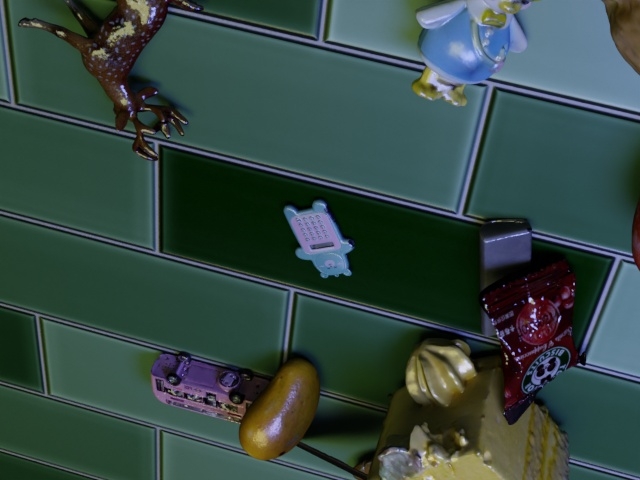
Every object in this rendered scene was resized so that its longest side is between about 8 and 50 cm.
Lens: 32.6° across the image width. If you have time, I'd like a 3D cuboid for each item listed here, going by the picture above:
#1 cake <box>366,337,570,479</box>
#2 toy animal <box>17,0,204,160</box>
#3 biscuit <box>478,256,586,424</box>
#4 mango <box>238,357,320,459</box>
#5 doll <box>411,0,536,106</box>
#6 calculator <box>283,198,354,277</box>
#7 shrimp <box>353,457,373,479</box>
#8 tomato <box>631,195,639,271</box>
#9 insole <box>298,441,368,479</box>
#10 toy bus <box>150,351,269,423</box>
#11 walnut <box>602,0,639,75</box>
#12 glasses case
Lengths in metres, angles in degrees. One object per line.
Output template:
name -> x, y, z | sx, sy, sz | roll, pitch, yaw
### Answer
cake -> 0.207, 0.310, 1.653 | 0.222, 0.227, 0.286 | -31, 116, 36
toy animal -> -0.260, -0.243, 1.433 | 0.260, 0.087, 0.243 | 38, 133, -10
biscuit -> 0.304, 0.139, 1.534 | 0.151, 0.063, 0.235 | -26, 128, -15
mango -> -0.061, 0.277, 1.780 | 0.090, 0.178, 0.115 | 26, 168, 39
doll -> 0.187, -0.260, 1.251 | 0.135, 0.099, 0.241 | 33, 134, -3
calculator -> 0.000, 0.000, 1.597 | 0.094, 0.019, 0.141 | -10, 125, 24
shrimp -> 0.144, 0.398, 1.883 | 0.190, 0.042, 0.101 | -9, 146, 26
tomato -> 0.464, -0.021, 1.330 | 0.187, 0.151, 0.187 | -3, 103, -15
insole -> 0.015, 0.362, 1.807 | 0.328, 0.007, 0.111 | 15, 160, 48
toy bus -> -0.187, 0.252, 1.856 | 0.203, 0.063, 0.090 | 13, 133, 11
walnut -> 0.402, -0.256, 1.090 | 0.257, 0.257, 0.224 | 0, 98, 20
glasses case -> 0.259, 0.054, 1.535 | 0.072, 0.042, 0.190 | -5, 129, 4
